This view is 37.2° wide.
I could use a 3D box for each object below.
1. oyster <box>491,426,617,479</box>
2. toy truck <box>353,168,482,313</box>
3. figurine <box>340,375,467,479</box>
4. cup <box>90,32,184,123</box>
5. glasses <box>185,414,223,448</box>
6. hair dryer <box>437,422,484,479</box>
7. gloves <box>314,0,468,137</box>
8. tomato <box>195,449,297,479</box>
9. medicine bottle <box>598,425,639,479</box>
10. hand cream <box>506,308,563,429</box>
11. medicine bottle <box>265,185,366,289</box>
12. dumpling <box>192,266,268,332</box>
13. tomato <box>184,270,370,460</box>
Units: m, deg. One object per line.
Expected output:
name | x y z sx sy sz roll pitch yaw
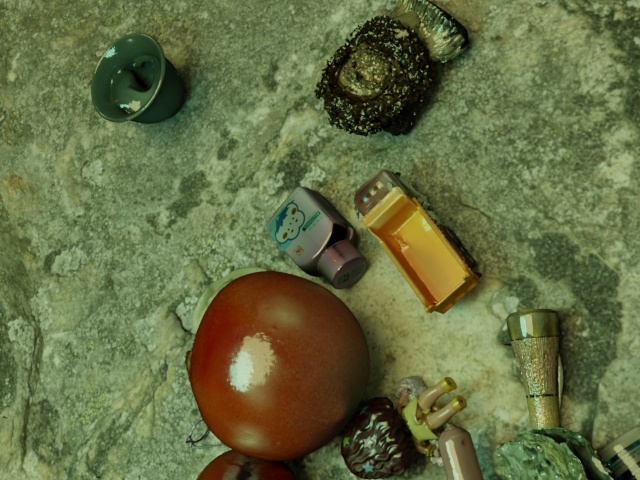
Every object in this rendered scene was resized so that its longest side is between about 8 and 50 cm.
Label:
oyster | 0.351 0.368 1.398 0.112 0.268 0.198 -23 79 -17
toy truck | 0.164 0.000 1.642 0.114 0.135 0.270 -43 60 15
figurine | 0.141 0.313 1.583 0.240 0.115 0.175 -35 62 18
cup | -0.367 -0.324 2.036 0.199 0.150 0.199 -8 73 29
glasses | -0.182 0.354 1.797 0.103 0.062 0.140 31 95 32
hair dryer | 0.220 0.448 1.429 0.125 0.210 0.353 -47 50 52
gloves | 0.127 -0.312 1.745 0.312 0.135 0.210 -40 80 -8
tomato | -0.128 0.463 1.645 0.208 0.208 0.184 54 136 29
medicine bottle | 0.488 0.371 1.366 0.107 0.107 0.191 -42 60 15
hand cream | 0.348 0.212 1.514 0.084 0.084 0.203 -11 77 28
medicine bottle | 0.000 0.000 1.763 0.119 0.094 0.188 -50 58 12
dumpling | -0.170 0.110 1.835 0.169 0.100 0.134 -38 49 15
tomato | -0.065 0.215 1.618 0.321 0.321 0.322 -8 73 29
